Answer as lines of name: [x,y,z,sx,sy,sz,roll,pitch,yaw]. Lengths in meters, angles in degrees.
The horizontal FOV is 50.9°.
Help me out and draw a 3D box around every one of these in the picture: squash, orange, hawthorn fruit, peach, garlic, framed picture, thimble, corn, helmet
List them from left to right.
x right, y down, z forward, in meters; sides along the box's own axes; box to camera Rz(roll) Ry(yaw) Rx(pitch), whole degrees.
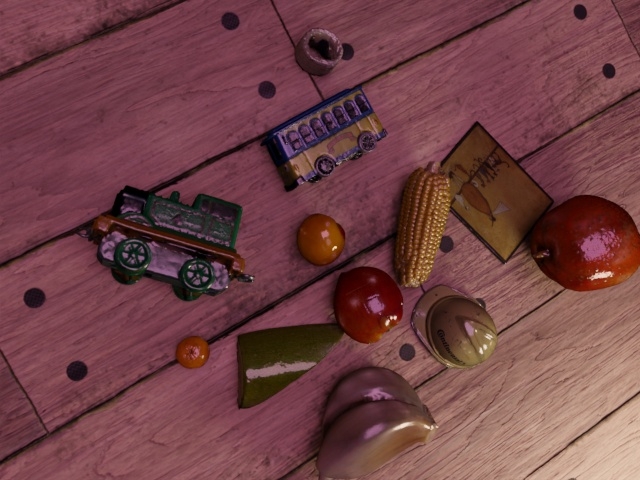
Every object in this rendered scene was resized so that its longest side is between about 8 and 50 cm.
orange: [-0.312,0.275,1.645,0.083,0.070,0.083,1,85,-11]
squash: [-0.064,0.319,1.695,0.289,0.111,0.203,-1,89,-17]
thimble: [-0.005,-0.494,1.768,0.115,0.090,0.102,47,73,-7]
peach: [0.000,0.000,1.714,0.138,0.138,0.138,1,87,-16]
garlic: [0.098,0.469,1.718,0.340,0.231,0.246,-34,141,1]
peach: [0.119,0.155,1.720,0.197,0.197,0.197,1,87,-16]
corn: [0.269,-0.043,1.798,0.130,0.130,0.347,13,87,-15]
helmet: [0.385,0.240,1.809,0.257,0.137,0.204,39,78,-10]
framed picture: [0.487,-0.136,1.922,0.339,0.014,0.255,44,77,-9]
hawthorn fruit: [0.717,0.013,1.853,0.300,0.275,0.275,-14,91,-13]

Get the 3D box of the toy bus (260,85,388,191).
toy bus: [0.008,-0.259,1.731,0.288,0.138,0.175,-31,96,-15]

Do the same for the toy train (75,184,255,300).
toy train: [-0.351,-0.004,1.602,0.429,0.178,0.249,18,73,-15]
